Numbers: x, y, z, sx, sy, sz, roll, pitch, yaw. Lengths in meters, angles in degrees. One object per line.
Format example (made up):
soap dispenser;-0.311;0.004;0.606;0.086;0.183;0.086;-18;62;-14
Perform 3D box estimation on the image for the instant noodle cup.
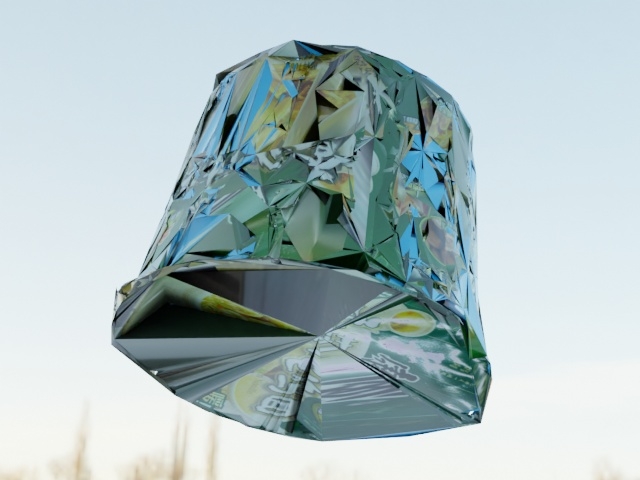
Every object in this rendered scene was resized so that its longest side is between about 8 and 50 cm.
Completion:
instant noodle cup;0.000;0.000;0.832;0.240;0.178;0.240;7;-33;5
